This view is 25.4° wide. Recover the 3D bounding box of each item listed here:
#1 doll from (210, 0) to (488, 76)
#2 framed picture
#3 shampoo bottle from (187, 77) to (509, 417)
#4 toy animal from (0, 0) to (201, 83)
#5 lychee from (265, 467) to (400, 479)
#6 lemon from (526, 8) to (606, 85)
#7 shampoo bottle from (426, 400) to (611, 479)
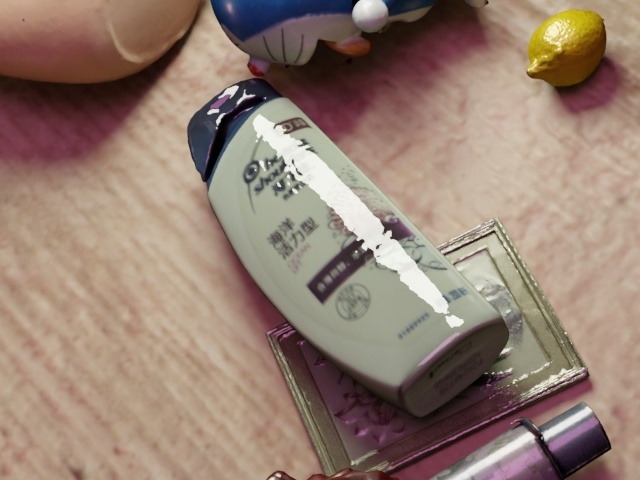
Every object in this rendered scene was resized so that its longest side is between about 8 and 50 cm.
[{"bbox_3d":[0.024,-0.242,1.321,0.257,0.161,0.215,-7,23,-4],"label":"doll"},{"bbox_3d":[0.084,0.095,1.189,0.231,0.010,0.173,-27,57,0],"label":"framed picture"},{"bbox_3d":[0.000,0.000,1.218,0.134,0.078,0.359,-39,55,-5],"label":"shampoo bottle"},{"bbox_3d":[-0.263,-0.255,1.382,0.256,0.195,0.213,7,56,23],"label":"toy animal"},{"bbox_3d":[0.013,0.344,0.851,0.424,0.500,0.425,-11,76,51],"label":"lychee"},{"bbox_3d":[0.218,-0.171,1.267,0.092,0.065,0.065,-41,59,-19],"label":"lemon"},{"bbox_3d":[0.122,0.196,1.089,0.214,0.072,0.072,-31,58,-3],"label":"shampoo bottle"}]
